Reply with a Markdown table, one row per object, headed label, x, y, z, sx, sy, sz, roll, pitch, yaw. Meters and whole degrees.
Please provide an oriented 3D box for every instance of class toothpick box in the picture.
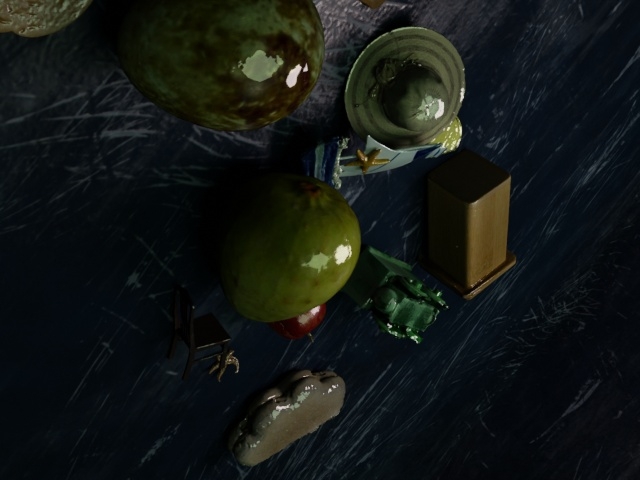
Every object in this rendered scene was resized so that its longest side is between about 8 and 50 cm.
| label | x | y | z | sx | sy | sz | roll | pitch | yaw |
| --- | --- | --- | --- | --- | --- | --- | --- | --- | --- |
| toothpick box | 0.360 | -0.045 | 1.905 | 0.190 | 0.187 | 0.308 | -32 | 140 | -20 |

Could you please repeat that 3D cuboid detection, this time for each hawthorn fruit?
| label | x | y | z | sx | sy | sz | roll | pitch | yaw |
| --- | --- | --- | --- | --- | --- | --- | --- | --- | --- |
| hawthorn fruit | -0.054 | 0.138 | 1.634 | 0.148 | 0.172 | 0.148 | -32 | 177 | -2 |

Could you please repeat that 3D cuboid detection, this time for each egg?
| label | x | y | z | sx | sy | sz | roll | pitch | yaw |
| --- | --- | --- | --- | --- | --- | --- | --- | --- | --- |
| egg | -0.134 | -0.267 | 1.072 | 0.289 | 0.238 | 0.238 | -15 | 135 | -29 |

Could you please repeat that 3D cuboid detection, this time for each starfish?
| label | x | y | z | sx | sy | sz | roll | pitch | yaw |
| --- | --- | --- | --- | --- | --- | --- | --- | --- | --- |
| starfish | -0.212 | 0.275 | 1.719 | 0.078 | 0.028 | 0.091 | -4 | 130 | -39 |

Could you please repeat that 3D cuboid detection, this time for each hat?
| label | x | y | z | sx | sy | sz | roll | pitch | yaw |
| --- | --- | --- | --- | --- | --- | --- | --- | --- | --- |
| hat | 0.176 | -0.262 | 1.443 | 0.252 | 0.110 | 0.252 | -7 | 116 | -13 |

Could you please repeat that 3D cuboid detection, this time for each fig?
| label | x | y | z | sx | sy | sz | roll | pitch | yaw |
| --- | --- | --- | --- | --- | --- | --- | --- | --- | --- |
| fig | -0.079 | 0.026 | 1.425 | 0.258 | 0.258 | 0.326 | -11 | 149 | -42 |

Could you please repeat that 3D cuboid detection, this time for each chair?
| label | x | y | z | sx | sy | sz | roll | pitch | yaw |
| --- | --- | --- | --- | --- | --- | --- | --- | --- | --- |
| chair | -0.236 | 0.169 | 1.538 | 0.101 | 0.084 | 0.213 | -15 | 134 | -35 |

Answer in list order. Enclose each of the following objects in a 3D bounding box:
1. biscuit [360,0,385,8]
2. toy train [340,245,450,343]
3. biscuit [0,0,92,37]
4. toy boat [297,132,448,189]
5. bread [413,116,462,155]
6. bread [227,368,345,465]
| label | x | y | z | sx | sy | sz | roll | pitch | yaw |
| --- | --- | --- | --- | --- | --- | --- | --- | --- | --- |
| biscuit | 0.039 | -0.467 | 1.238 | 0.183 | 0.047 | 0.319 | -48 | 148 | 6 |
| toy train | 0.184 | 0.136 | 1.861 | 0.145 | 0.202 | 0.266 | -53 | 145 | 9 |
| biscuit | -0.345 | -0.345 | 0.925 | 0.181 | 0.049 | 0.208 | 19 | 105 | -54 |
| toy boat | 0.101 | -0.163 | 1.497 | 0.291 | 0.067 | 0.220 | -12 | 161 | -7 |
| bread | 0.222 | -0.237 | 1.612 | 0.129 | 0.114 | 0.111 | -25 | 134 | -35 |
| bread | -0.086 | 0.422 | 1.948 | 0.337 | 0.102 | 0.183 | -30 | 139 | -21 |
